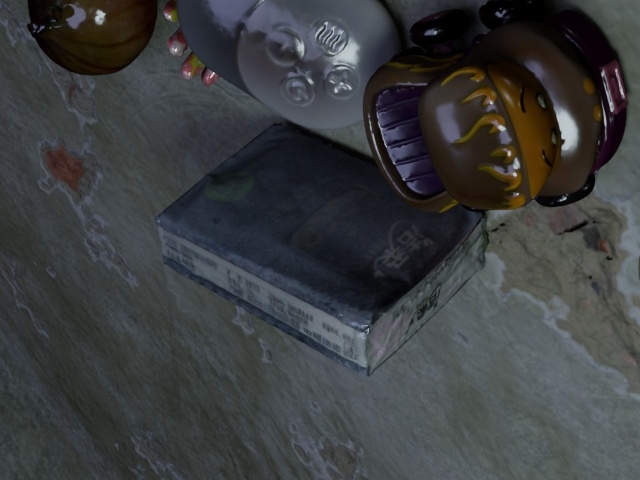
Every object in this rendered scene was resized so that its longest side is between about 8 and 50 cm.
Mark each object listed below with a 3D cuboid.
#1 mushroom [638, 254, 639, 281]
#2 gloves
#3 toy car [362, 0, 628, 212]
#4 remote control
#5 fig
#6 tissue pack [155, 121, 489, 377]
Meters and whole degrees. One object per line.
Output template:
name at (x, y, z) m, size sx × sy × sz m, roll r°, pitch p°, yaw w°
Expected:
mushroom at (0.464, -0.017, 1.131) m, size 0.254 × 0.260 × 0.234 m, roll 99°, pitch 161°, yaw -50°
gloves at (-0.151, -0.350, 1.579) m, size 0.145 × 0.126 × 0.241 m, roll 13°, pitch 125°, yaw 4°
toy car at (0.185, -0.139, 1.290) m, size 0.341 × 0.240 × 0.271 m, roll -7°, pitch 109°, yaw 44°
remote control at (-0.044, -0.287, 1.467) m, size 0.332 × 0.103 × 0.221 m, roll 32°, pitch 119°, yaw -3°
fig at (-0.383, -0.381, 1.730) m, size 0.235 × 0.214 × 0.235 m, roll 52°, pitch 165°, yaw 21°
tissue pack at (0.000, 0.000, 1.531) m, size 0.394 × 0.288 × 0.124 m, roll 27°, pitch 142°, yaw 30°
